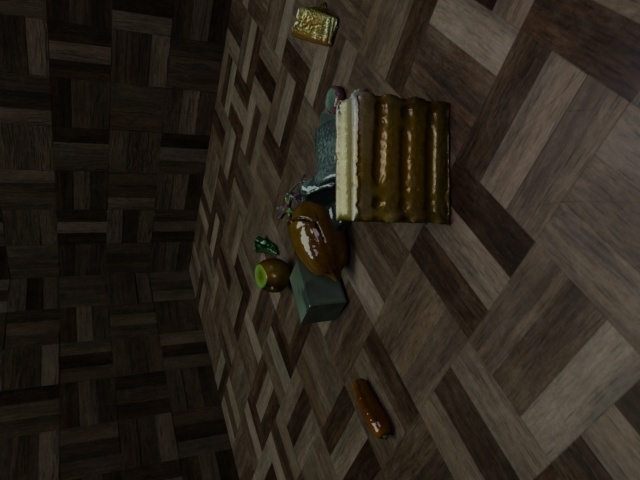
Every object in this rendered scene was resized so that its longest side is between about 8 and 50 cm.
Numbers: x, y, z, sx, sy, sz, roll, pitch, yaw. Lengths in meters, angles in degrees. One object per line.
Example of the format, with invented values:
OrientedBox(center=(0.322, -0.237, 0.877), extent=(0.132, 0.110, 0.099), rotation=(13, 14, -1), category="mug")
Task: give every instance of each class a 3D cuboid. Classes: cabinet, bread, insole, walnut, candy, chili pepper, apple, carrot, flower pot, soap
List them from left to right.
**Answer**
OrientedBox(center=(-0.264, 0.043, 2.634), extent=(0.227, 0.059, 0.088), rotation=(23, 117, 58), category="chili pepper")
OrientedBox(center=(-0.216, 0.160, 2.396), extent=(0.146, 0.163, 0.147), rotation=(108, 165, -50), category="apple")
OrientedBox(center=(-0.013, 0.184, 1.986), extent=(0.145, 0.150, 0.206), rotation=(114, 146, -51), category="cabinet")
OrientedBox(center=(0.000, 0.000, 1.904), extent=(0.336, 0.209, 0.209), rotation=(67, 148, 24), category="walnut")
OrientedBox(center=(0.002, -0.826, 2.019), extent=(0.160, 0.169, 0.140), rotation=(-56, -13, -55), category="bread")
OrientedBox(center=(0.045, -0.448, 2.000), extent=(0.232, 0.003, 0.080), rotation=(-135, 49, -55), category="insole")
OrientedBox(center=(0.054, -0.515, 1.933), extent=(0.103, 0.043, 0.103), rotation=(180, 90, -67), category="candy")
OrientedBox(center=(0.087, -0.194, 1.589), extent=(0.299, 0.299, 0.282), rotation=(142, 126, -60), category="flower pot")
OrientedBox(center=(0.166, 0.554, 1.729), extent=(0.225, 0.067, 0.067), rotation=(-121, 38, -50), category="carrot")
OrientedBox(center=(0.189, -0.202, 1.376), extent=(0.156, 0.294, 0.334), rotation=(-174, 82, -68), category="soap")

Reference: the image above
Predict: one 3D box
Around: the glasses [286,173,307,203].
OrientedBox(center=(-0.090, -0.225, 2.233), extent=(0.140, 0.063, 0.103), rotation=(47, 131, 53), category="glasses")

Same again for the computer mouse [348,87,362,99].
OrientedBox(center=(0.110, -0.436, 1.814), extent=(0.199, 0.045, 0.102), rotation=(-50, 48, 54), category="computer mouse")

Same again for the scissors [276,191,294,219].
OrientedBox(center=(-0.164, -0.144, 2.441), extent=(0.187, 0.020, 0.133), rotation=(-19, 78, 62), category="scissors")
